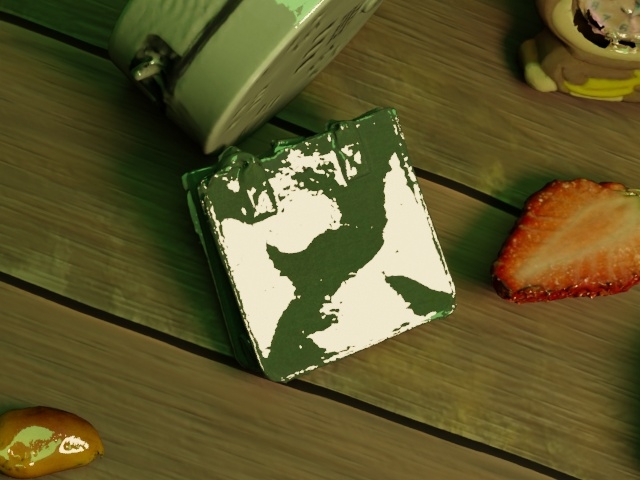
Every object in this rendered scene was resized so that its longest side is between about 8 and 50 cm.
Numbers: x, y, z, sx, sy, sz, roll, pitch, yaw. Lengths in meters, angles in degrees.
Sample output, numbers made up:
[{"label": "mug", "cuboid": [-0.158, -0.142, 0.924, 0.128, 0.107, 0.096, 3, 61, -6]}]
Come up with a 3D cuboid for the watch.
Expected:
[{"label": "watch", "cuboid": [0.356, -0.378, 2.040, 0.314, 0.335, 0.327, 6, 54, -5]}]

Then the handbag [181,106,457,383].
[{"label": "handbag", "cuboid": [0.001, 0.001, 1.894, 0.247, 0.079, 0.260, -21, 104, -17]}]

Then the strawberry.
[{"label": "strawberry", "cuboid": [0.293, 0.018, 1.984, 0.236, 0.106, 0.175, -10, 47, -9]}]

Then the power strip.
[{"label": "power strip", "cuboid": [-0.065, -0.251, 1.861, 0.161, 0.357, 0.357, 45, 70, 4]}]

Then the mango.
[{"label": "mango", "cuboid": [-0.292, 0.213, 1.823, 0.127, 0.063, 0.077, 0, 70, -18]}]
